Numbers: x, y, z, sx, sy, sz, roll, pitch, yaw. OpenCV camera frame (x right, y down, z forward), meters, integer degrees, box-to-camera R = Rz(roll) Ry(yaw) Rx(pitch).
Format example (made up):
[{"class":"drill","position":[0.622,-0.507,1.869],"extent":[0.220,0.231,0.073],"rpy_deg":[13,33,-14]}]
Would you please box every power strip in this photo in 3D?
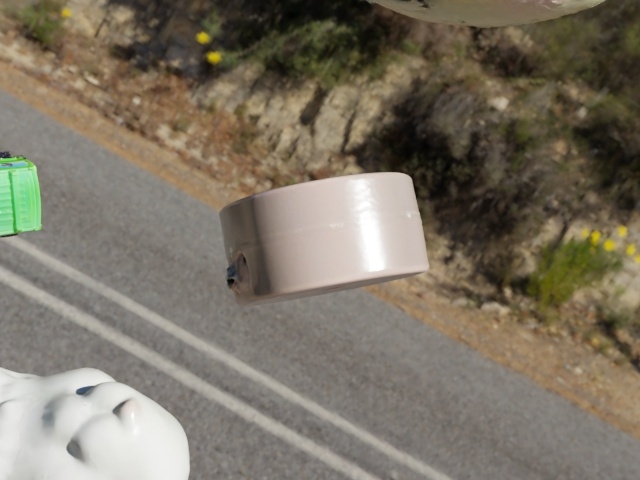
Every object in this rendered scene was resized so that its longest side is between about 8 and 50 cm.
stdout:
[{"class":"power strip","position":[0.000,0.000,0.718],"extent":[0.154,0.078,0.154],"rpy_deg":[-10,-5,-1]}]

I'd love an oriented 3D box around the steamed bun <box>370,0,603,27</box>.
[{"class":"steamed bun","position":[0.138,-0.283,0.709],"extent":[0.311,0.233,0.333],"rpy_deg":[21,-24,-38]}]

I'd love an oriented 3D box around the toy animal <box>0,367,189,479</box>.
[{"class":"toy animal","position":[-0.268,0.172,0.651],"extent":[0.357,0.258,0.194],"rpy_deg":[6,23,0]}]

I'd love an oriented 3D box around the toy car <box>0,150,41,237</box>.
[{"class":"toy car","position":[-0.297,-0.027,0.739],"extent":[0.165,0.071,0.062],"rpy_deg":[-11,14,-38]}]
